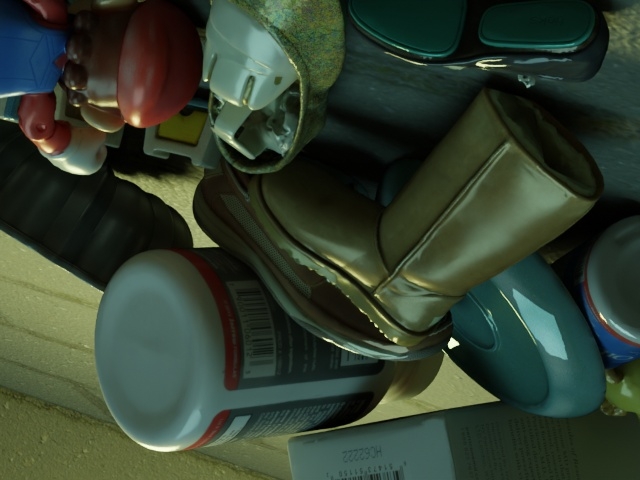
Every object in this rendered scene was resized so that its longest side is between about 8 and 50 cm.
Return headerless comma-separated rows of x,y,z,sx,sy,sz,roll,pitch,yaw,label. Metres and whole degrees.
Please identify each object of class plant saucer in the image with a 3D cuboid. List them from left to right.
-0.008,-0.056,1.643,0.119,0.021,0.119,20,163,6,plant saucer
0.153,0.060,1.517,0.317,0.043,0.317,45,161,20,plant saucer

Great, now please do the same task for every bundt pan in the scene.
-0.285,-0.039,1.766,0.331,0.124,0.331,31,177,2,bundt pan

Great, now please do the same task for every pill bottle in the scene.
-0.045,0.109,1.671,0.363,0.210,0.210,-1,-178,-42,pill bottle
0.279,0.059,1.477,0.124,0.124,0.221,23,164,-5,pill bottle

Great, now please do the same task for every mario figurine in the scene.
-0.262,-0.171,1.349,0.320,0.170,0.198,4,149,-21,mario figurine

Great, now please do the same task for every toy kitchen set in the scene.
-0.196,-0.153,1.479,0.166,0.122,0.207,14,-179,23,toy kitchen set

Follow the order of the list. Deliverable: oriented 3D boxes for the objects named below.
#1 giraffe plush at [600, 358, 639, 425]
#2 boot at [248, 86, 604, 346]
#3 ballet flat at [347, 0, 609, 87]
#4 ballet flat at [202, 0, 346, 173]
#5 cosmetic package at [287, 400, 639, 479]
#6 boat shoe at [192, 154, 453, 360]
0.370,0.159,1.647,0.170,0.210,0.181,51,165,1,giraffe plush
0.086,-0.051,1.349,0.236,0.089,0.269,40,136,-2,boot
0.118,-0.150,1.134,0.203,0.074,0.074,10,160,26,ballet flat
-0.048,-0.142,1.252,0.123,0.123,0.348,20,163,4,ballet flat
0.202,0.265,1.743,0.230,0.162,0.453,-16,170,39,cosmetic package
0.000,0.000,1.522,0.324,0.123,0.116,35,130,23,boat shoe
